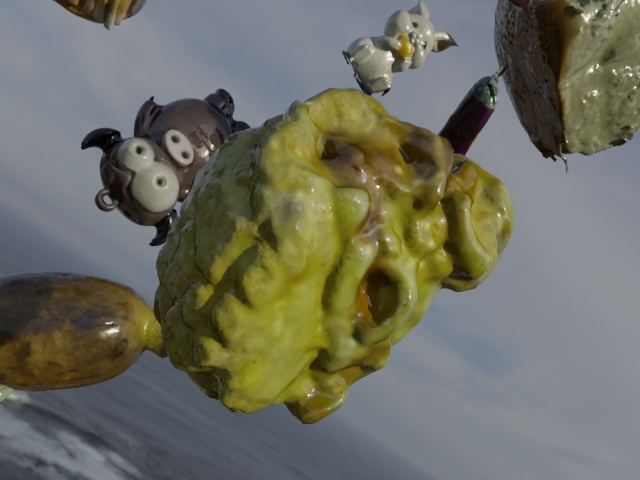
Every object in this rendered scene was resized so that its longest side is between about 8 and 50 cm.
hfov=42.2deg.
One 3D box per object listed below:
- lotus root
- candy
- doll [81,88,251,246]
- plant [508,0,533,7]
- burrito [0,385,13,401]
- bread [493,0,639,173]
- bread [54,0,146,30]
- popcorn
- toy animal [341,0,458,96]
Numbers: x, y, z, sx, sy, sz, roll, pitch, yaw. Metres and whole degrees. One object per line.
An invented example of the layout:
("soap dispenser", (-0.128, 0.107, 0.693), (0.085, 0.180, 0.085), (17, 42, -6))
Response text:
("lotus root", (-0.314, 0.107, 0.994), (0.314, 0.141, 0.169), (-2, -13, -9))
("candy", (0.172, -0.137, 0.987), (0.043, 0.175, 0.045), (31, 33, -5))
("doll", (-0.208, -0.114, 1.169), (0.117, 0.257, 0.182), (-26, -80, 51))
("plant", (0.209, -0.315, 0.720), (0.234, 0.204, 0.178), (116, -42, -65))
("burrito", (-0.519, 0.228, 1.273), (0.044, 0.074, 0.118), (-3, 12, 36))
("bread", (0.333, -0.271, 1.042), (0.279, 0.225, 0.250), (-107, 180, -50))
("bread", (-0.279, -0.340, 0.882), (0.241, 0.136, 0.107), (40, -46, -7))
("popcorn", (0.000, 0.000, 0.625), (0.173, 0.286, 0.225), (53, -2, 41))
("toy animal", (0.091, -0.219, 0.943), (0.071, 0.124, 0.085), (56, 3, -3))
